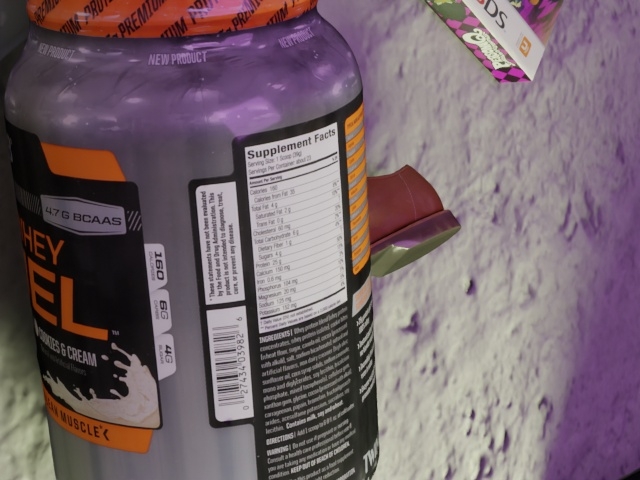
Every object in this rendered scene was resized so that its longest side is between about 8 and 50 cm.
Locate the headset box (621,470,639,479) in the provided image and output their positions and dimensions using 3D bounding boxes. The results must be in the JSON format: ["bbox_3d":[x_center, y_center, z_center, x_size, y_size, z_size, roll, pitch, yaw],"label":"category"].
[{"bbox_3d":[0.358,0.291,1.190,0.283,0.246,0.131,-14,102,-42],"label":"headset box"}]

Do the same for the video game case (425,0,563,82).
[{"bbox_3d":[0.140,-0.278,1.083,0.210,0.042,0.232,41,65,-39],"label":"video game case"}]

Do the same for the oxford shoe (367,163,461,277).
[{"bbox_3d":[0.000,0.000,0.959,0.212,0.076,0.076,-22,77,-38],"label":"oxford shoe"}]

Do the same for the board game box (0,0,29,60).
[{"bbox_3d":[-0.114,-0.310,0.661,0.390,0.050,0.390,-46,155,-24],"label":"board game box"}]

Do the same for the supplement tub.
[{"bbox_3d":[-0.068,-0.002,0.761,0.194,0.194,0.316,-22,116,-42],"label":"supplement tub"}]
